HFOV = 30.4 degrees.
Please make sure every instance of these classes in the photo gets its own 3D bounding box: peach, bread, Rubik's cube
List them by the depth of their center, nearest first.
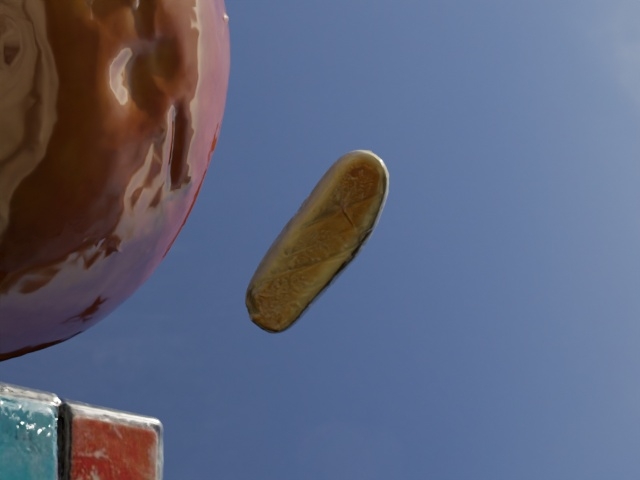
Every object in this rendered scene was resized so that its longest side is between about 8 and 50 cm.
[{"bbox_3d":[-0.221,-0.090,0.627,0.343,0.343,0.301,-29,-53,-29],"label":"peach"},{"bbox_3d":[0.000,0.001,1.109,0.073,0.053,0.214,33,-65,-5],"label":"bread"},{"bbox_3d":[-0.378,0.339,1.253,0.313,0.316,0.318,23,-124,-49],"label":"Rubik's cube"}]
